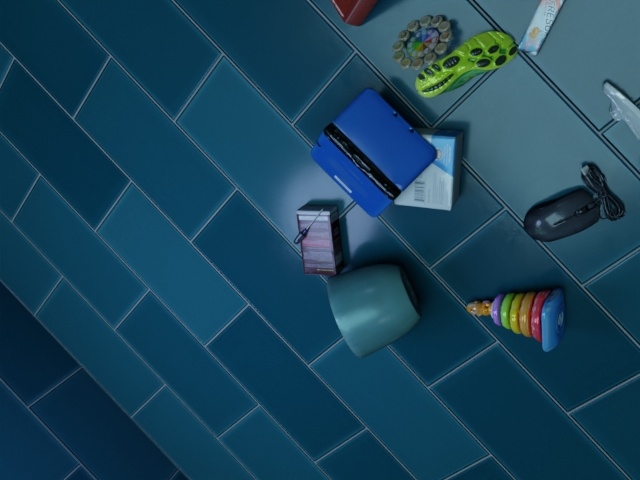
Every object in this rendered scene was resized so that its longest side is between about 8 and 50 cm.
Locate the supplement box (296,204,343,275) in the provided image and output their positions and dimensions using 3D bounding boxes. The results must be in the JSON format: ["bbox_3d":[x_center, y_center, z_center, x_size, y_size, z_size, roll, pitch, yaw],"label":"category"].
[{"bbox_3d":[0.000,0.000,2.159,0.130,0.073,0.239,3,111,24],"label":"supplement box"}]

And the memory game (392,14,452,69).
[{"bbox_3d":[0.286,-0.562,1.763,0.186,0.186,0.012,-16,148,28],"label":"memory game"}]

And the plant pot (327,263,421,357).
[{"bbox_3d":[0.191,0.210,2.049,0.235,0.293,0.292,-23,100,15],"label":"plant pot"}]

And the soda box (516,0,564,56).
[{"bbox_3d":[0.594,-0.590,1.658,0.058,0.063,0.183,27,119,12],"label":"soda box"}]

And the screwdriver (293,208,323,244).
[{"bbox_3d":[-0.042,-0.049,2.104,0.025,0.024,0.170,24,122,-17],"label":"screwdriver"}]

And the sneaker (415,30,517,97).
[{"bbox_3d":[0.404,-0.499,1.757,0.296,0.123,0.109,-23,96,11],"label":"sneaker"}]

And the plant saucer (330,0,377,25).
[{"bbox_3d":[0.052,-0.741,1.740,0.048,0.259,0.258,-35,96,-8],"label":"plant saucer"}]

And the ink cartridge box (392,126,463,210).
[{"bbox_3d":[0.269,-0.230,1.912,0.308,0.129,0.223,8,114,22],"label":"ink cartridge box"}]

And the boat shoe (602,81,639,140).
[{"bbox_3d":[0.814,-0.345,1.668,0.184,0.066,0.063,41,121,-8],"label":"boat shoe"}]

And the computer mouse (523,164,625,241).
[{"bbox_3d":[0.717,-0.081,1.810,0.272,0.072,0.188,-32,97,31],"label":"computer mouse"}]

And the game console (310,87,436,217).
[{"bbox_3d":[0.152,-0.256,1.864,0.293,0.173,0.250,46,153,2],"label":"game console"}]

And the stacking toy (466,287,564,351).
[{"bbox_3d":[0.603,0.224,1.960,0.302,0.175,0.165,6,113,37],"label":"stacking toy"}]
